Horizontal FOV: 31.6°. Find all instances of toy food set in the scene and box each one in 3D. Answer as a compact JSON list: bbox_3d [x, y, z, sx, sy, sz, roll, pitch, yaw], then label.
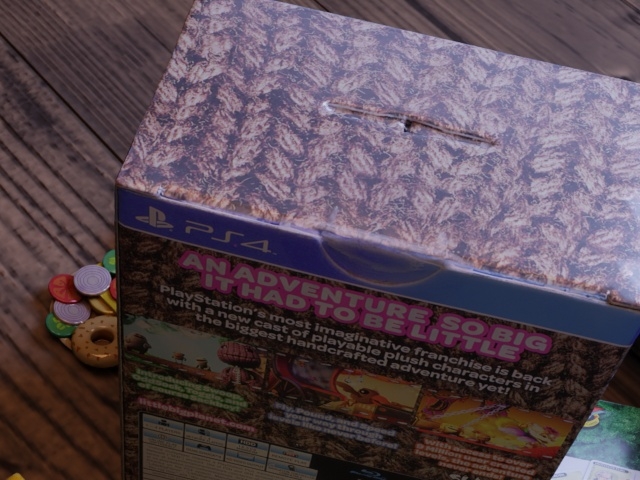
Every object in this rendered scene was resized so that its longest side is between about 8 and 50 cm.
[{"bbox_3d":[-0.143,0.045,0.760,0.083,0.020,0.082,-35,64,-30],"label":"toy food set"}]

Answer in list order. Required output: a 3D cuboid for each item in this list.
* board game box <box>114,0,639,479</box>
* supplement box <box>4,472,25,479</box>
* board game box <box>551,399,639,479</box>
[{"bbox_3d":[0.021,0.040,0.617,0.232,0.291,0.141,14,51,1],"label":"board game box"},{"bbox_3d":[-0.193,0.301,0.433,0.194,0.195,0.356,39,55,21],"label":"supplement box"},{"bbox_3d":[0.253,0.179,0.711,0.260,0.030,0.136,11,49,0],"label":"board game box"}]
